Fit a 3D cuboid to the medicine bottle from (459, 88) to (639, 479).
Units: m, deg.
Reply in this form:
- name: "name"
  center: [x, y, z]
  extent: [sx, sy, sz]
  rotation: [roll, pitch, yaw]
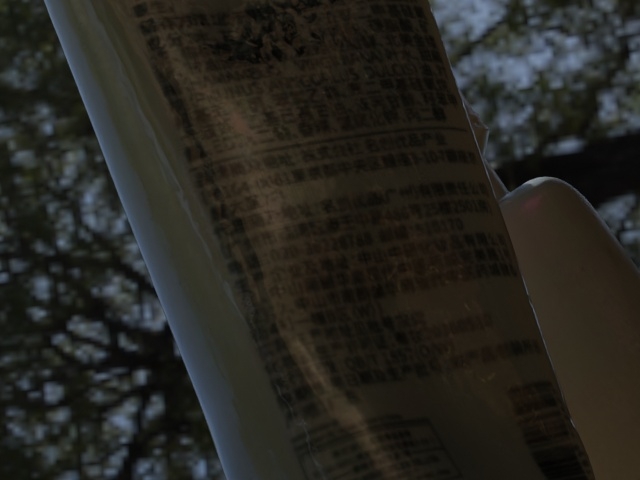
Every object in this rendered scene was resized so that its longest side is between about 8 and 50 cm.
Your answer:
- name: "medicine bottle"
  center: [0.072, 0.078, 0.616]
  extent: [0.161, 0.111, 0.296]
  rotation: [-33, -91, -46]

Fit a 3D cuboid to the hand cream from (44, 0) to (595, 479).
- name: "hand cream"
  center: [0.000, 0.000, 0.472]
  extent: [0.124, 0.078, 0.340]
  rotation: [-11, -109, -26]
